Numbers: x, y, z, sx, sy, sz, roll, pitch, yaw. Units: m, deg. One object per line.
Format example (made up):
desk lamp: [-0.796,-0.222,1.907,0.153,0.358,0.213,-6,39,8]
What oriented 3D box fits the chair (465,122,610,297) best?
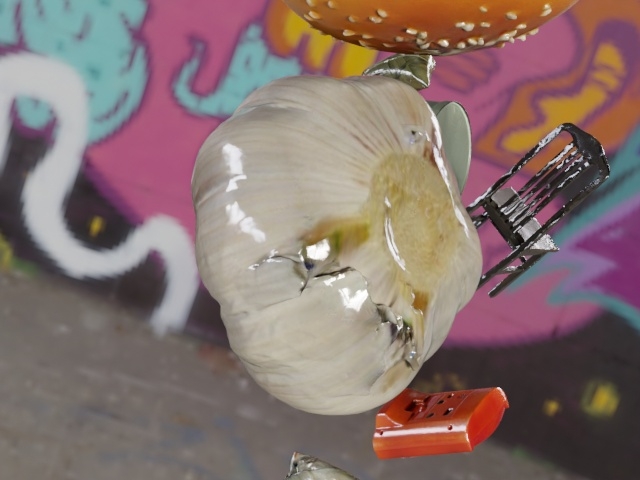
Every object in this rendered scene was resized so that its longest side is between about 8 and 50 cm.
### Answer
chair: [0.214,-0.032,1.842,0.084,0.212,0.101,54,22,14]

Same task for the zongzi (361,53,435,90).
zongzi: [0.076,-0.155,1.808,0.040,0.076,0.083,57,20,-28]

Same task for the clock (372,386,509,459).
clock: [0.153,0.227,2.344,0.155,0.061,0.113,-8,21,37]

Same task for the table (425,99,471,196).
table: [0.041,-0.101,1.992,0.220,0.126,0.126,9,10,28]

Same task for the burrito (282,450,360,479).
burrito: [0.025,0.297,2.152,0.171,0.051,0.042,23,-17,29]

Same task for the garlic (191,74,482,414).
garlic: [0.013,-0.005,1.642,0.241,0.322,0.322,2,11,17]

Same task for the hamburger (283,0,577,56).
hamburger: [0.067,-0.200,1.149,0.246,0.170,0.246,-7,-2,0]
